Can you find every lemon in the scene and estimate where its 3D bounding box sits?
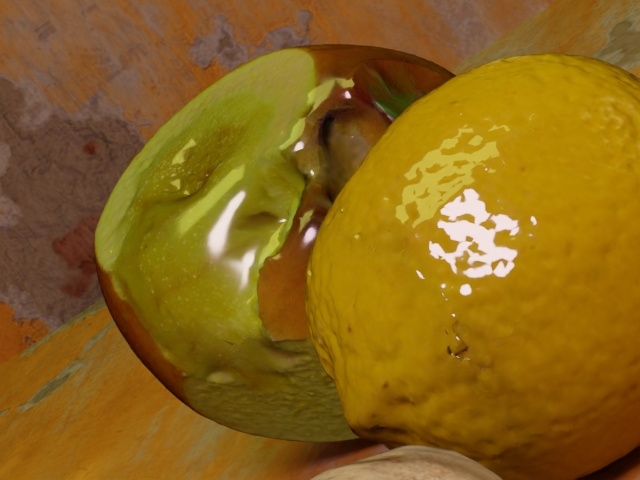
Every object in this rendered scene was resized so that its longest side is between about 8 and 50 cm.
[{"bbox_3d":[0.151,0.024,1.380,0.336,0.336,0.336,-35,14,10],"label":"lemon"}]

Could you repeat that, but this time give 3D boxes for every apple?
[{"bbox_3d":[0.000,0.000,1.666,0.384,0.374,0.374,-15,2,-29],"label":"apple"}]

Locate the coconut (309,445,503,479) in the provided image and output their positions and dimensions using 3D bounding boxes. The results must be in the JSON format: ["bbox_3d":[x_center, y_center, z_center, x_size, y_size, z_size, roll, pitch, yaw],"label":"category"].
[{"bbox_3d":[0.054,0.238,1.147,0.224,0.224,0.224,-35,14,10],"label":"coconut"}]
